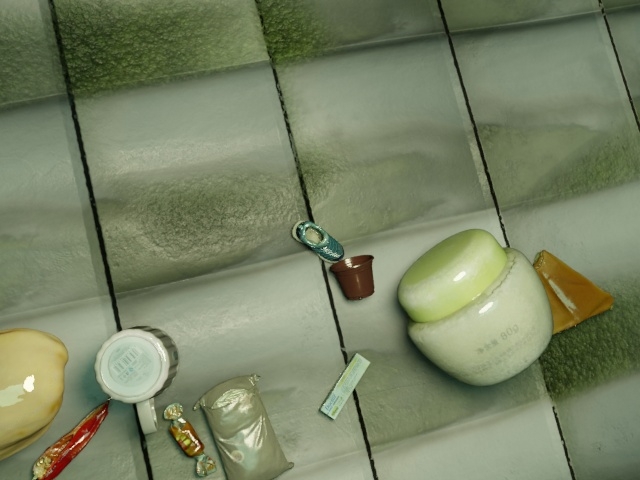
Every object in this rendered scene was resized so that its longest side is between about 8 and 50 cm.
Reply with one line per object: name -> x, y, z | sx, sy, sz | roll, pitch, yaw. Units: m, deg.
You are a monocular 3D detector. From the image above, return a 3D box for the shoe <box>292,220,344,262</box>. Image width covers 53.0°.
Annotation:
shoe -> 0.000, 0.000, 1.560 | 0.143, 0.071, 0.064 | 36, 76, -9

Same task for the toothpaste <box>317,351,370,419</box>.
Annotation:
toothpaste -> 0.057, 0.345, 1.532 | 0.046, 0.034, 0.164 | 35, 76, -4

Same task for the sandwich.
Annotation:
sandwich -> 0.627, 0.120, 1.672 | 0.244, 0.063, 0.212 | -20, 84, -15

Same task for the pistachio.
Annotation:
pistachio -> -0.653, 0.316, 1.305 | 0.321, 0.229, 0.238 | -41, 117, -4

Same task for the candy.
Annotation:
candy -> -0.294, 0.449, 1.438 | 0.053, 0.046, 0.182 | -33, 86, -16

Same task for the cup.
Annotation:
cup -> -0.374, 0.283, 1.369 | 0.167, 0.202, 0.221 | -40, 89, -12

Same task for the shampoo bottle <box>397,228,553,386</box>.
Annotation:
shampoo bottle -> 0.358, 0.159, 1.477 | 0.322, 0.322, 0.317 | -40, 96, -15

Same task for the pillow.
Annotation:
pillow -> -0.170, 0.440, 1.460 | 0.169, 0.059, 0.255 | -23, 85, -17

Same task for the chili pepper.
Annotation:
chili pepper -> -0.548, 0.451, 1.388 | 0.268, 0.059, 0.050 | -46, 130, -17

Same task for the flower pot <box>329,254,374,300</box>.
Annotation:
flower pot -> 0.086, 0.093, 1.554 | 0.111, 0.111, 0.089 | -18, 100, -14
